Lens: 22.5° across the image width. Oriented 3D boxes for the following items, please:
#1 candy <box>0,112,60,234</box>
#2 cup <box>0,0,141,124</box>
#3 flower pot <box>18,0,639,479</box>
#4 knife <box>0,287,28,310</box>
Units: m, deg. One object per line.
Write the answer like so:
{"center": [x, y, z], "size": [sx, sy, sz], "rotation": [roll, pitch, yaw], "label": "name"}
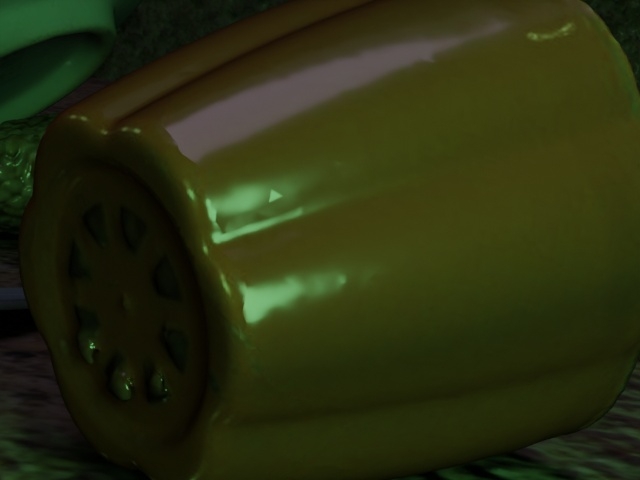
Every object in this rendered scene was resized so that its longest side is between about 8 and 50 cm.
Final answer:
{"center": [-0.186, -0.040, 1.006], "size": [0.110, 0.085, 0.095], "rotation": [-3, -2, -35], "label": "candy"}
{"center": [-0.240, -0.158, 1.016], "size": [0.347, 0.163, 0.347], "rotation": [-30, -6, -3], "label": "cup"}
{"center": [0.000, 0.000, 0.558], "size": [0.173, 0.190, 0.191], "rotation": [-14, 19, -39], "label": "flower pot"}
{"center": [-0.170, 0.028, 0.720], "size": [0.080, 0.044, 0.331], "rotation": [1, 0, 21], "label": "knife"}
